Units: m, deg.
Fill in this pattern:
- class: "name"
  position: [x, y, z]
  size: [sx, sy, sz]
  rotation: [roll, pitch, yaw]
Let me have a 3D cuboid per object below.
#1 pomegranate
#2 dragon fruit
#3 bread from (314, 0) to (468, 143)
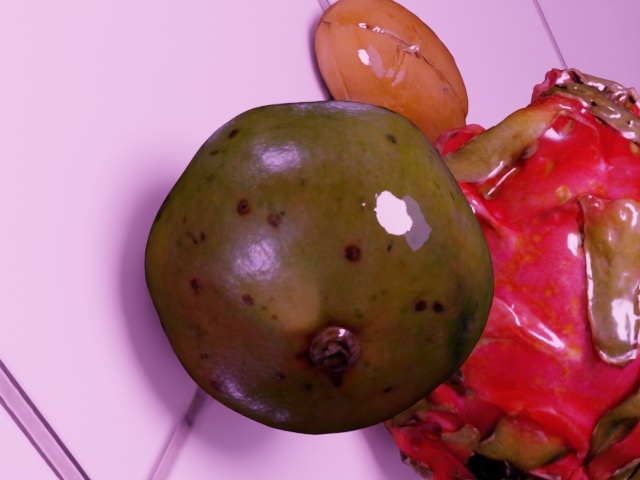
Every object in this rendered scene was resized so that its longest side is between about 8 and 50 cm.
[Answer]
- class: "pomegranate"
  position: [-0.002, -0.001, 0.749]
  size: [0.187, 0.187, 0.225]
  rotation: [60, 14, -25]
- class: "dragon fruit"
  position: [0.152, 0.035, 0.915]
  size: [0.231, 0.237, 0.302]
  rotation: [-6, 110, -66]
- class: "bread"
  position: [0.064, -0.118, 1.035]
  size: [0.189, 0.077, 0.114]
  rotation: [37, 40, -46]
